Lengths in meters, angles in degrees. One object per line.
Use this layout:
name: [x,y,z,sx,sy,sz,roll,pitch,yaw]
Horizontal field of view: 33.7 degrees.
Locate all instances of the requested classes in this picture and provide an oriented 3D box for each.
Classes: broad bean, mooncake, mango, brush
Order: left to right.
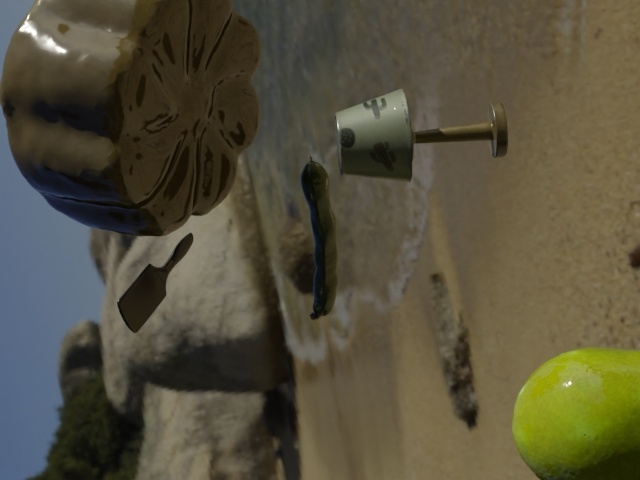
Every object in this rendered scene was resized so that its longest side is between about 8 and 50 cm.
mooncake: [-0.232,-0.192,1.425,0.201,0.378,0.378,18,136,26]
brush: [-0.237,0.054,1.558,0.193,0.016,0.063,-54,-44,-40]
broad bean: [0.001,-0.001,1.564,0.052,0.053,0.256,-137,39,-58]
mango: [0.351,0.208,1.173,0.149,0.273,0.185,-66,-27,-71]

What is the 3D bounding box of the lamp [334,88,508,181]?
lamp: [0.127,-0.136,1.352,0.121,0.215,0.121,-6,-90,-89]
